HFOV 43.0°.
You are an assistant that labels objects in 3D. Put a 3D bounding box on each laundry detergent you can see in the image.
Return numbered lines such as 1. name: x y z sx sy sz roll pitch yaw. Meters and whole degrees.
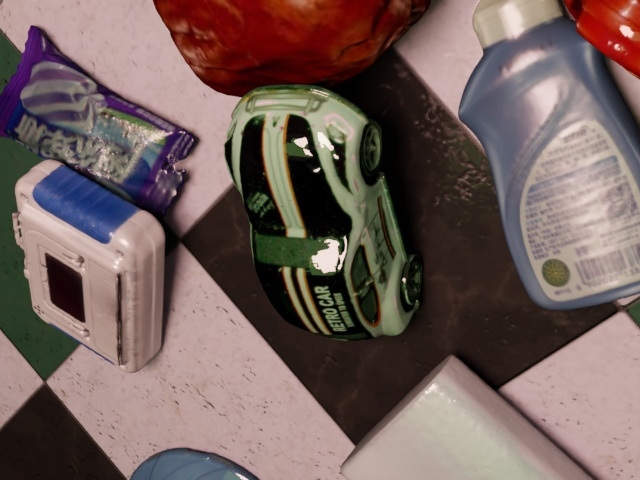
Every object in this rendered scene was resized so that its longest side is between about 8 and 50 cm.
1. laundry detergent: 0.204 -0.089 0.704 0.143 0.094 0.290 -18 97 34

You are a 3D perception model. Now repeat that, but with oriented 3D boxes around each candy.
1. candy: -0.273 -0.125 0.936 0.275 0.070 0.145 36 112 13

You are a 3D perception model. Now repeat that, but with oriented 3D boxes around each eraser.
1. eraser: 0.181 0.278 0.840 0.290 0.104 0.189 42 125 7

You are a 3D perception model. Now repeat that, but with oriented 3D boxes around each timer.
1. timer: -0.271 0.042 0.949 0.178 0.078 0.253 28 139 14

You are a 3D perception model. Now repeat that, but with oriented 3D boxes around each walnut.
1. walnut: -0.031 -0.254 0.697 0.269 0.221 0.244 -6 74 36

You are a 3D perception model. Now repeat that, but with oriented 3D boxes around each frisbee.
1. frisbee: -0.152 0.413 1.086 0.289 0.049 0.289 9 112 23

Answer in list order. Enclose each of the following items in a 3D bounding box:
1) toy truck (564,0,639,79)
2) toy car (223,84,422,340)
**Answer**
1. toy truck: 0.260 -0.221 0.586 0.265 0.239 0.189 18 120 -28
2. toy car: 0.000 0.000 0.764 0.136 0.125 0.306 5 141 25
